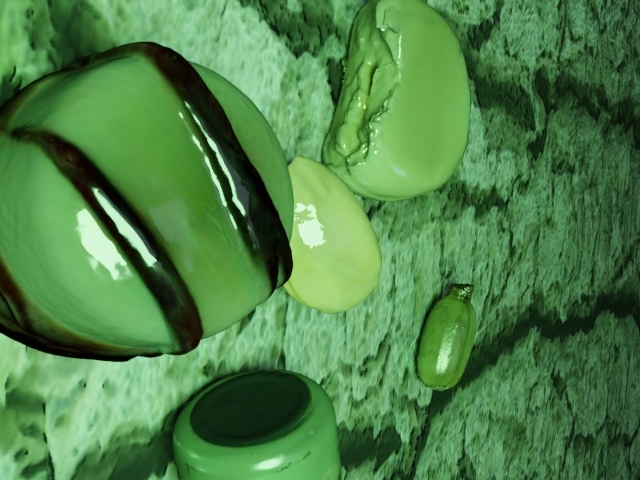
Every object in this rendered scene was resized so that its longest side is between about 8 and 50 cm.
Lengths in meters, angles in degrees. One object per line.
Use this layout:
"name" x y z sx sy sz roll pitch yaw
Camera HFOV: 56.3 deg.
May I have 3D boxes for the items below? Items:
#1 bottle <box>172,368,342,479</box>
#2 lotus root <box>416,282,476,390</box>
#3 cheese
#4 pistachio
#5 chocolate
"bottle" -0.053 0.326 0.651 0.168 0.169 0.346 -24 115 -45
"lotus root" 0.208 0.155 0.985 0.090 0.077 0.182 28 75 -53
"cheese" 0.099 -0.184 0.793 0.233 0.127 0.265 14 82 -48
"pistachio" 0.000 0.000 0.703 0.200 0.117 0.145 63 37 -32
"chocolate" -0.137 -0.019 0.501 0.284 0.186 0.283 -7 100 -48
